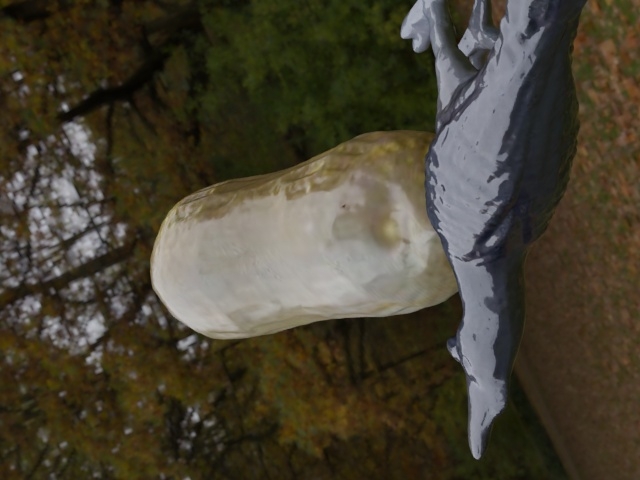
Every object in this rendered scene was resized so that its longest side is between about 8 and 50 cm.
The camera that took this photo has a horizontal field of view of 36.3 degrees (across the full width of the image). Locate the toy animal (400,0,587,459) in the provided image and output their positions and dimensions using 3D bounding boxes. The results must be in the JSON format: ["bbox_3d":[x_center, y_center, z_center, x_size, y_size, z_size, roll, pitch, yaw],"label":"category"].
[{"bbox_3d":[0.097,-0.072,0.532,0.206,0.081,0.367,-100,11,-47],"label":"toy animal"}]

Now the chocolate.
[{"bbox_3d":[0.000,0.000,0.722,0.134,0.309,0.134,21,-117,-46],"label":"chocolate"}]
